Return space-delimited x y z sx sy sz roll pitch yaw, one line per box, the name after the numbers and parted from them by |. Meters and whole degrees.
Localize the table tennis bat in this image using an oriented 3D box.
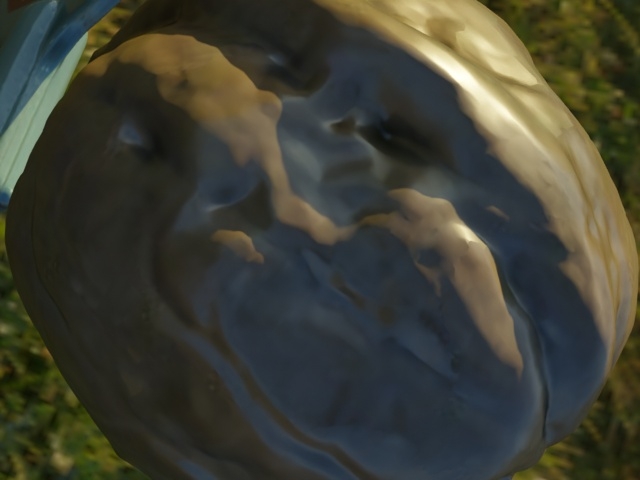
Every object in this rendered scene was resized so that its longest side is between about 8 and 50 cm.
-0.117 -0.117 0.945 0.040 0.153 0.244 37 61 -27 | table tennis bat

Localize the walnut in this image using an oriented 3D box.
0.000 0.000 0.694 0.224 0.224 0.224 -15 111 -43 | walnut
